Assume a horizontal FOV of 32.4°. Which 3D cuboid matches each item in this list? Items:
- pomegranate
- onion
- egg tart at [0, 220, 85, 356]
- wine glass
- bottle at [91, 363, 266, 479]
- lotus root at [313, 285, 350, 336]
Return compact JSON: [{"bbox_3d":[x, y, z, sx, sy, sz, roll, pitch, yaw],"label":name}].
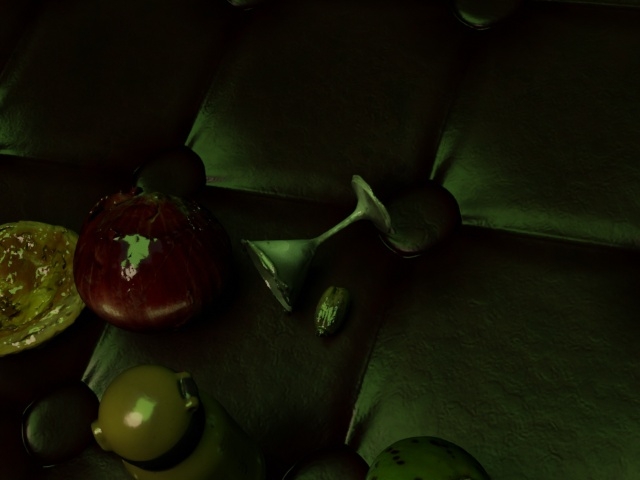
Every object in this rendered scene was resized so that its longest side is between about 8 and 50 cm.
[{"bbox_3d":[0.138,0.392,1.565,0.263,0.211,0.211,-40,44,43],"label":"pomegranate"},{"bbox_3d":[-0.283,0.037,1.865,0.276,0.276,0.276,-8,58,13],"label":"onion"},{"bbox_3d":[-0.531,0.096,1.976,0.290,0.115,0.290,-7,57,11],"label":"egg tart"},{"bbox_3d":[0.000,0.000,1.859,0.232,0.156,0.156,-34,56,-10],"label":"wine glass"},{"bbox_3d":[-0.210,0.295,1.615,0.171,0.351,0.172,-8,57,13],"label":"bottle"},{"bbox_3d":[0.016,0.121,1.830,0.054,0.049,0.099,17,65,16],"label":"lotus root"}]
